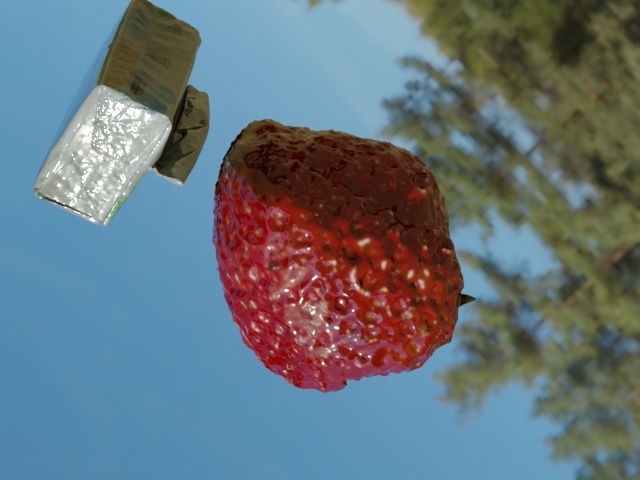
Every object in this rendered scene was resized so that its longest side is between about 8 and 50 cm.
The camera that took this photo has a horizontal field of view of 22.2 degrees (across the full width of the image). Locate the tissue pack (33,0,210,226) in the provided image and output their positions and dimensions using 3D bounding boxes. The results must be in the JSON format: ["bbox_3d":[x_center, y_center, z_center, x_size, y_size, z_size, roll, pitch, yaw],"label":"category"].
[{"bbox_3d":[-0.194,-0.130,1.760,0.145,0.159,0.229,30,-151,-12],"label":"tissue pack"}]

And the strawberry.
[{"bbox_3d":[0.000,0.000,1.550,0.277,0.257,0.257,52,-171,-36],"label":"strawberry"}]
